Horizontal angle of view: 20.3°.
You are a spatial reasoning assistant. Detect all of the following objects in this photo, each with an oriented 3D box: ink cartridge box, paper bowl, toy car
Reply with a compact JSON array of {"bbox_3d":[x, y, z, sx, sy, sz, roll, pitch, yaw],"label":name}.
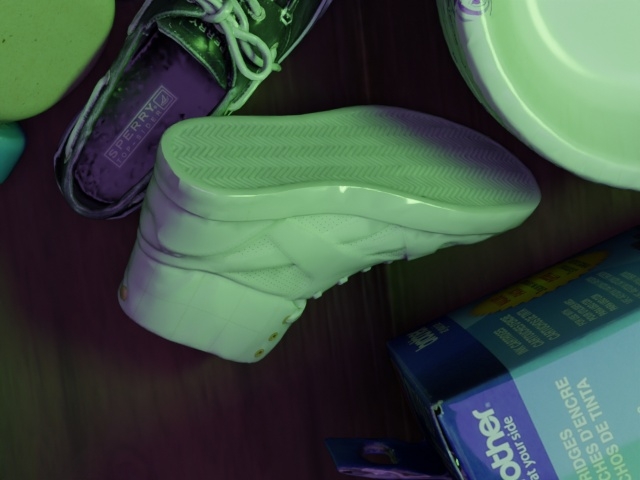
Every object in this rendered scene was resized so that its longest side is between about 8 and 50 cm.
[{"bbox_3d":[0.202,0.093,1.180,0.395,0.270,0.151,-26,96,-2],"label":"ink cartridge box"},{"bbox_3d":[0.218,-0.183,1.205,0.284,0.148,0.284,-1,102,-5],"label":"paper bowl"},{"bbox_3d":[-0.270,-0.192,1.177,0.238,0.210,0.219,41,106,20],"label":"toy car"}]

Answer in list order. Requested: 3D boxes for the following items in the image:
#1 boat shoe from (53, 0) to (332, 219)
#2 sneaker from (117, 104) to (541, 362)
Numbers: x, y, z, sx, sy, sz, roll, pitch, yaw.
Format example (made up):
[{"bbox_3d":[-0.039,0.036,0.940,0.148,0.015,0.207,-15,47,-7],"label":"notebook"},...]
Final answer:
[{"bbox_3d":[-0.077,-0.143,1.212,0.113,0.105,0.306,42,91,-8],"label":"boat shoe"},{"bbox_3d":[0.000,0.000,1.246,0.292,0.108,0.169,1,134,-28],"label":"sneaker"}]
